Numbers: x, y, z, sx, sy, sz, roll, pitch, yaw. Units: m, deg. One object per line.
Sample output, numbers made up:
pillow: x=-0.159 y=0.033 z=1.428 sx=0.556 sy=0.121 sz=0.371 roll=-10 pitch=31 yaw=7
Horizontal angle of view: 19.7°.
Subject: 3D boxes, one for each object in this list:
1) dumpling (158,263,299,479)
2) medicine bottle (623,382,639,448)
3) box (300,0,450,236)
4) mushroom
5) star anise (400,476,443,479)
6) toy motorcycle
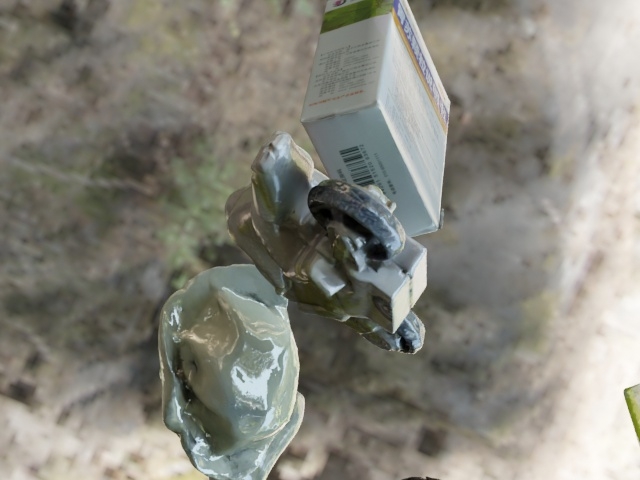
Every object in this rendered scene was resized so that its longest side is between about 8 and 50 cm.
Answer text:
dumpling: x=-0.100 y=0.142 z=1.961 sx=0.132 sy=0.162 sz=0.250 roll=36 pitch=-54 yaw=58
medicine bottle: x=0.425 y=0.265 z=1.986 sx=0.141 sy=0.250 sz=0.137 roll=-19 pitch=-143 yaw=4
box: x=0.074 y=-0.160 z=2.292 sx=0.106 sy=0.200 sz=0.299 roll=-16 pitch=-147 yaw=17
mushroom: x=-0.103 y=0.298 z=2.535 sx=0.103 sy=0.118 sz=0.270 roll=-21 pitch=-141 yaw=45
star anise: x=0.140 y=0.328 z=1.858 sx=0.109 sy=0.223 sz=0.236 roll=-52 pitch=-146 yaw=38
toy motorcycle: x=0.000 y=0.000 z=1.732 sx=0.108 sy=0.223 sz=0.341 roll=-54 pitch=164 yaw=-15
